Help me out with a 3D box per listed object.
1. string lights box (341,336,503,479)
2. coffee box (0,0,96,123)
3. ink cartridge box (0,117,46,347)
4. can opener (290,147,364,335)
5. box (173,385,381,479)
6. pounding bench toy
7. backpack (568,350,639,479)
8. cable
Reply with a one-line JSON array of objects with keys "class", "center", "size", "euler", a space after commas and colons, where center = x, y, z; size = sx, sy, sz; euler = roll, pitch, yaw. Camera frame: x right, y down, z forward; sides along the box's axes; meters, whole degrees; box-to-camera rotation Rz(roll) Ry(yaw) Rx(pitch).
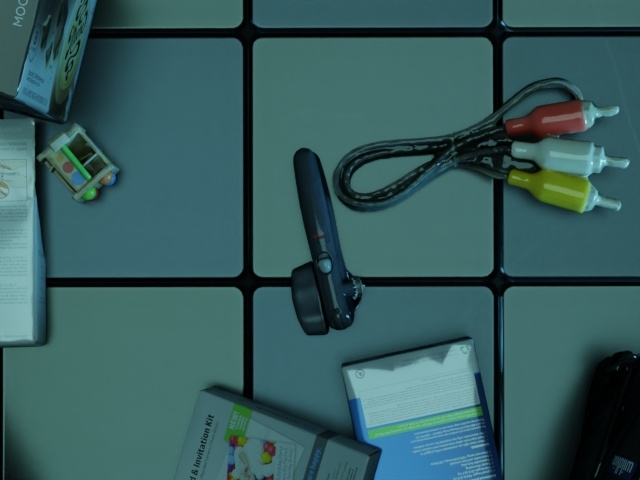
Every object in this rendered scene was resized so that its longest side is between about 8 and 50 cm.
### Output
[{"class": "string lights box", "center": [0.111, 0.234, 1.787], "size": [0.133, 0.077, 0.260], "euler": [-12, 89, 1]}, {"class": "coffee box", "center": [-0.291, -0.211, 1.687], "size": [0.119, 0.297, 0.168], "euler": [14, 89, 1]}, {"class": "ink cartridge box", "center": [-0.366, -0.005, 1.813], "size": [0.181, 0.056, 0.225], "euler": [-1, 83, 1]}, {"class": "can opener", "center": [0.000, 0.000, 1.801], "size": [0.073, 0.059, 0.186], "euler": [-9, 89, 1]}, {"class": "box", "center": [-0.049, 0.240, 1.770], "size": [0.186, 0.038, 0.145], "euler": [20, 100, 20]}, {"class": "pounding bench toy", "center": [-0.237, -0.073, 1.791], "size": [0.052, 0.083, 0.065], "euler": [-41, 88, 0]}, {"class": "backpack", "center": [0.316, 0.312, 1.677], "size": [0.273, 0.290, 0.355], "euler": [36, 76, -18]}, {"class": "cable", "center": [0.155, -0.095, 1.795], "size": [0.287, 0.072, 0.139], "euler": [0, 84, 1]}]
